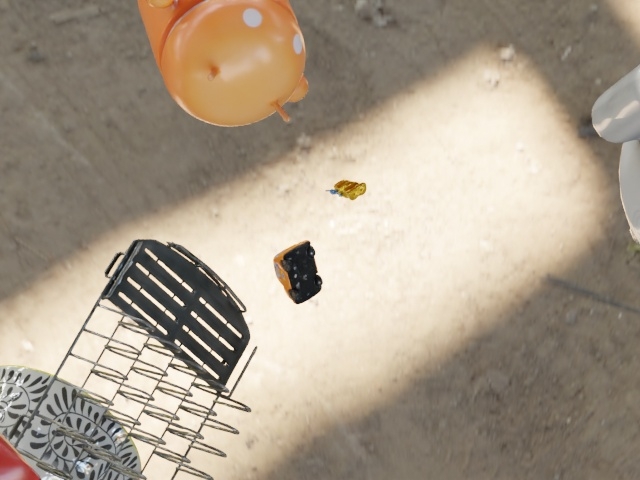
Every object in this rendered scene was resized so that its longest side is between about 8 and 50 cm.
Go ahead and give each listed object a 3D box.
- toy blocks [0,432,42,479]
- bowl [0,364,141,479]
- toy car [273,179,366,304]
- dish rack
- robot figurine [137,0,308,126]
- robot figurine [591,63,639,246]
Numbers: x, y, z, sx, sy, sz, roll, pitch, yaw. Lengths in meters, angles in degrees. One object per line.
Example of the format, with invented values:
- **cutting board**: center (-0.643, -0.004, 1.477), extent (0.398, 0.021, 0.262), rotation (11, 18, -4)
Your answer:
- **toy blocks**: center (-0.274, 0.153, 0.764), extent (0.191, 0.261, 0.381), rotation (-8, 30, -40)
- **bowl**: center (-0.248, 0.196, 1.224), extent (0.170, 0.170, 0.080), rotation (19, 47, 13)
- **toy car**: center (0.000, 0.000, 1.307), extent (0.122, 0.060, 0.040), rotation (-46, 37, -19)
- **dish rack**: center (-0.140, 0.144, 1.150), extent (0.074, 0.208, 0.271), rotation (14, 67, 37)
- **robot figurine**: center (-0.085, -0.184, 1.221), extent (0.128, 0.158, 0.219), rotation (-14, 44, -8)
- **robot figurine**: center (0.357, -0.064, 1.060), extent (0.300, 0.353, 0.199), rotation (15, 77, -7)
